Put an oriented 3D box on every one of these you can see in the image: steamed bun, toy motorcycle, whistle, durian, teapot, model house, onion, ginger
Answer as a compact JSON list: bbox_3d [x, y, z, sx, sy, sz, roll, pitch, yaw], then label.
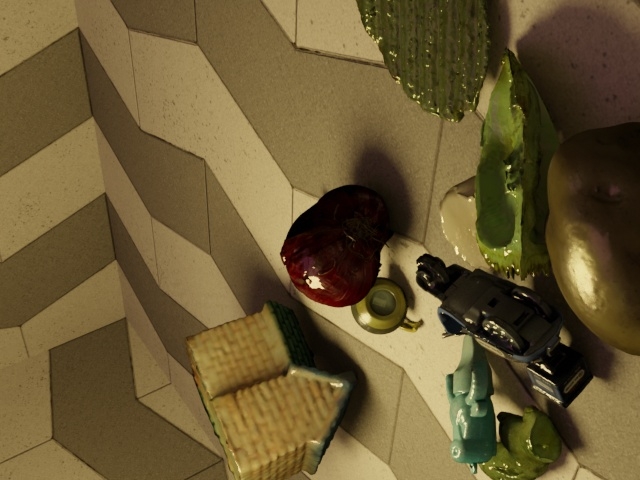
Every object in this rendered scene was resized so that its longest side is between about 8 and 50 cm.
[{"bbox_3d":[0.294,-0.034,1.500,0.183,0.106,0.183,45,152,33],"label":"steamed bun"},{"bbox_3d":[0.309,0.148,1.554,0.358,0.125,0.213,33,160,47],"label":"toy motorcycle"},{"bbox_3d":[0.303,0.321,1.696,0.186,0.093,0.274,119,154,-71],"label":"whistle"},{"bbox_3d":[0.288,-0.113,1.307,0.163,0.198,0.395,-8,71,33],"label":"durian"},{"bbox_3d":[0.145,0.159,1.931,0.165,0.130,0.119,31,165,1],"label":"teapot"},{"bbox_3d":[-0.116,0.429,2.366,0.395,0.399,0.446,90,156,-61],"label":"model house"},{"bbox_3d":[0.039,0.005,1.839,0.221,0.281,0.281,28,156,-13],"label":"onion"},{"bbox_3d":[0.390,0.412,1.699,0.137,0.089,0.290,39,151,19],"label":"ginger"}]

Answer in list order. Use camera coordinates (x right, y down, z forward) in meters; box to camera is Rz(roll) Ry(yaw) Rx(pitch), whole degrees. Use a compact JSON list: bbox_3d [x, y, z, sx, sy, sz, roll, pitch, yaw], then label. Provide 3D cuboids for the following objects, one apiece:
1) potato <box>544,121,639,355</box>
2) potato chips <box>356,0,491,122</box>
[{"bbox_3d":[0.419,0.005,1.146,0.243,0.220,0.327,-86,-18,-74],"label":"potato"},{"bbox_3d":[0.167,-0.417,1.476,0.358,0.070,0.430,27,133,50],"label":"potato chips"}]
